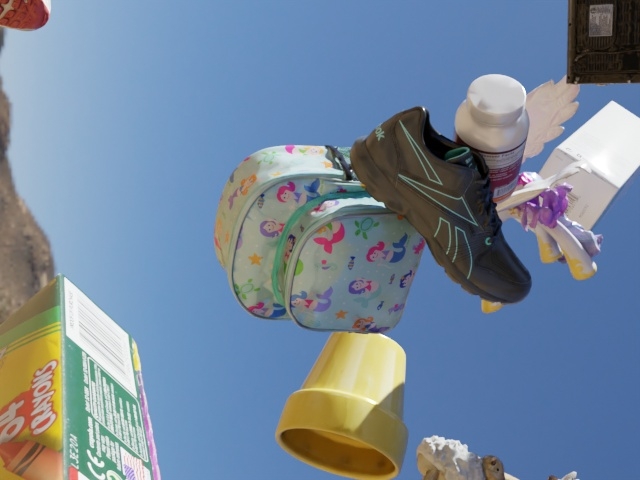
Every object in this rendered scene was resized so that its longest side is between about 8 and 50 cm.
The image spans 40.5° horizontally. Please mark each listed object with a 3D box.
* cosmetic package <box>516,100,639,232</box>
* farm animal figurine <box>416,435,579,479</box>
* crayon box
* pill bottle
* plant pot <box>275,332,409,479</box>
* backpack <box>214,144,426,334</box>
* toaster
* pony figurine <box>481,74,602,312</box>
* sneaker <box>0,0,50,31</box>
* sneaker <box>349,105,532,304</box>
[{"bbox_3d":[0.579,-0.142,1.854,0.155,0.365,0.197,37,-50,17],"label":"cosmetic package"},{"bbox_3d":[0.294,0.405,1.241,0.327,0.172,0.330,26,-27,23],"label":"farm animal figurine"},{"bbox_3d":[-0.264,0.225,0.608,0.106,0.313,0.363,49,2,-28],"label":"crayon box"},{"bbox_3d":[0.197,-0.117,1.014,0.152,0.086,0.086,86,-13,-53],"label":"pill bottle"},{"bbox_3d":[0.062,0.315,1.715,0.254,0.254,0.239,129,-19,-58],"label":"plant pot"},{"bbox_3d":[0.000,0.000,1.079,0.191,0.253,0.225,-115,-144,-57],"label":"backpack"},{"bbox_3d":[0.414,-0.298,1.151,0.168,0.110,0.186,2,-75,23],"label":"toaster"},{"bbox_3d":[0.321,-0.073,1.473,0.351,0.363,0.303,-24,-151,31],"label":"pony figurine"},{"bbox_3d":[-0.346,-0.297,0.932,0.088,0.093,0.225,-49,-118,11],"label":"sneaker"},{"bbox_3d":[0.154,-0.035,0.967,0.106,0.267,0.101,-41,-166,27],"label":"sneaker"}]
